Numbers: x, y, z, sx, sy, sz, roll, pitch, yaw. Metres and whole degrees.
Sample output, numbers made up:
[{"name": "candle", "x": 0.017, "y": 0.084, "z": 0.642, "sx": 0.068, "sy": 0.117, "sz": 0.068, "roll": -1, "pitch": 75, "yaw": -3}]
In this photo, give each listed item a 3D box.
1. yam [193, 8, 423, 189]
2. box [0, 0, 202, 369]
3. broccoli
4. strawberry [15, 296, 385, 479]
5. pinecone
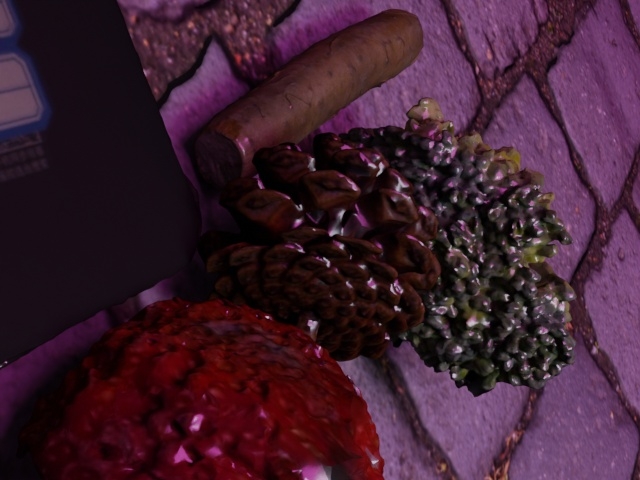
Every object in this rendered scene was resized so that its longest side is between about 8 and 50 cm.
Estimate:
[{"name": "yam", "x": 0.000, "y": -0.154, "z": 1.036, "sx": 0.371, "sy": 0.083, "sz": 0.083, "roll": -41, "pitch": 110, "yaw": -51}, {"name": "box", "x": -0.249, "y": -0.089, "z": 0.696, "sx": 0.359, "sy": 0.091, "sz": 0.350, "roll": -32, "pitch": 104, "yaw": -52}, {"name": "broccoli", "x": 0.146, "y": -0.003, "z": 1.041, "sx": 0.245, "sy": 0.248, "sz": 0.288, "roll": -34, "pitch": 110, "yaw": -56}, {"name": "strawberry", "x": -0.057, "y": 0.163, "z": 0.723, "sx": 0.274, "sy": 0.221, "sz": 0.274, "roll": 38, "pitch": 44, "yaw": -49}, {"name": "pinecone", "x": 0.000, "y": 0.000, "z": 0.870, "sx": 0.208, "sy": 0.208, "sz": 0.207, "roll": 21, "pitch": 62, "yaw": -46}]
